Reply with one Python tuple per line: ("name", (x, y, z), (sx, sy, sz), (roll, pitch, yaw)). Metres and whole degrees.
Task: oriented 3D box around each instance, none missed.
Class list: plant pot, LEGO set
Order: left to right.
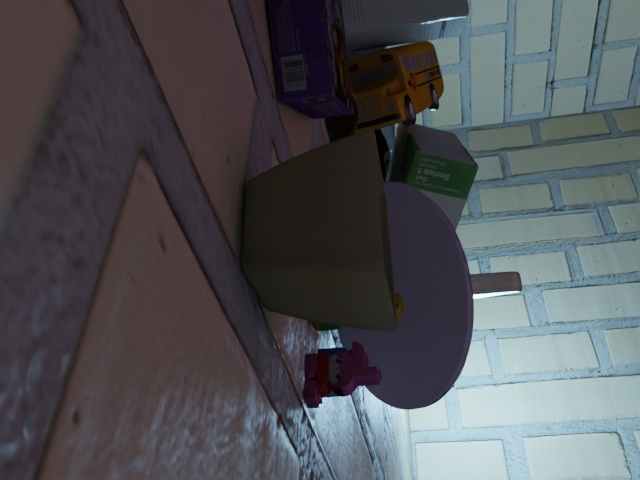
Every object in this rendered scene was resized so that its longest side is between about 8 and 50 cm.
("plant pot", (0.000, 0.000, 0.476), (0.109, 0.096, 0.109), (71, 15, -59))
("LEGO set", (0.040, 0.078, 0.694), (0.087, 0.093, 0.227), (74, 13, -49))

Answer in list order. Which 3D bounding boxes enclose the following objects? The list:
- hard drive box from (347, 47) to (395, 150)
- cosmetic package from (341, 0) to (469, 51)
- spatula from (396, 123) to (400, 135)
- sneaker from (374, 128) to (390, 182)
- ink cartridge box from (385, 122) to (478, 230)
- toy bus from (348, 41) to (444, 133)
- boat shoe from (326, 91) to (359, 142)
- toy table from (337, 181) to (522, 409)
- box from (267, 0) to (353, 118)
("hard drive box", (0.111, -0.334, 1.471), (0.181, 0.089, 0.232), (-81, 164, -59))
("cosmetic package", (0.108, -0.438, 1.068), (0.138, 0.224, 0.224), (-25, 109, -84))
("spatula", (0.176, -0.247, 1.505), (0.242, 0.019, 0.168), (-72, 150, -70))
("sneaker", (0.084, -0.146, 1.190), (0.121, 0.079, 0.217), (67, 20, -67))
("ink cartridge box", (0.174, -0.054, 1.236), (0.201, 0.117, 0.278), (-94, -163, -65))
("toy bus", (0.134, -0.279, 1.199), (0.332, 0.108, 0.130), (-40, 117, -61))
("boat shoe", (0.032, -0.180, 0.993), (0.135, 0.050, 0.045), (89, -3, -55))
("toy table", (0.123, 0.073, 0.871), (0.161, 0.252, 0.275), (18, 74, -62))
("box", (-0.015, -0.284, 0.701), (0.201, 0.057, 0.294), (-38, 122, -80))
